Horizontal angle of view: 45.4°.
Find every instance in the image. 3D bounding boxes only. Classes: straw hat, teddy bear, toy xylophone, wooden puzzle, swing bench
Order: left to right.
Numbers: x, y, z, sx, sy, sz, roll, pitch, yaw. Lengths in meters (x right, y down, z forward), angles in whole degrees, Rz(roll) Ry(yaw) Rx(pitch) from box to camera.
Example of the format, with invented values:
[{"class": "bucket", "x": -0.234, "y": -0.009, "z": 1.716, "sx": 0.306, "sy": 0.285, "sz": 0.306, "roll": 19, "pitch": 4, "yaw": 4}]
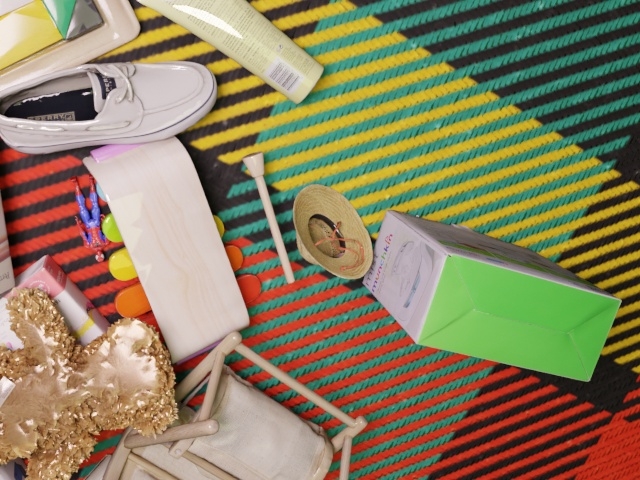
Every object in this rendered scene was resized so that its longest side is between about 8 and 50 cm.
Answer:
[{"class": "wooden puzzle", "x": -0.364, "y": -0.291, "z": 0.887, "sx": 0.238, "sy": 0.044, "sz": 0.221, "roll": -28, "pitch": 111, "yaw": -6}, {"class": "teddy bear", "x": -0.345, "y": 0.187, "z": 0.930, "sx": 0.338, "sy": 0.113, "sz": 0.245, "roll": -31, "pitch": 92, "yaw": -4}, {"class": "toy xylophone", "x": -0.166, "y": 0.008, "z": 1.003, "sx": 0.236, "sy": 0.081, "sz": 0.323, "roll": -17, "pitch": 108, "yaw": -23}, {"class": "swing bench", "x": -0.115, "y": 0.298, "z": 1.047, "sx": 0.253, "sy": 0.165, "sz": 0.254, "roll": 39, "pitch": 126, "yaw": -22}, {"class": "straw hat", "x": 0.000, "y": 0.000, "z": 1.057, "sx": 0.144, "sy": 0.145, "sz": 0.061, "roll": 37, "pitch": 136, "yaw": -21}]

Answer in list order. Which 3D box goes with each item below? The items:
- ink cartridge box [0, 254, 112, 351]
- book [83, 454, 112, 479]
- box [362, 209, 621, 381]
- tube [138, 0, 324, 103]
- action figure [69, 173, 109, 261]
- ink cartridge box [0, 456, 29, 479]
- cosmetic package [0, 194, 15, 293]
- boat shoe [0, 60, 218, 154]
[{"class": "ink cartridge box", "x": -0.340, "y": 0.133, "z": 1.002, "sx": 0.115, "sy": 0.067, "sz": 0.198, "roll": -37, "pitch": 112, "yaw": -3}, {"class": "book", "x": -0.310, "y": 0.384, "z": 1.057, "sx": 0.144, "sy": 0.035, "sz": 0.096, "roll": -48, "pitch": 123, "yaw": -42}, {"class": "box", "x": 0.222, "y": 0.066, "z": 1.047, "sx": 0.261, "sy": 0.231, "sz": 0.127, "roll": 14, "pitch": 101, "yaw": -19}, {"class": "tube", "x": -0.106, "y": -0.268, "z": 0.961, "sx": 0.240, "sy": 0.062, "sz": 0.070, "roll": 34, "pitch": 51, "yaw": -16}, {"class": "action figure", "x": -0.297, "y": -0.027, "z": 0.991, "sx": 0.038, "sy": 0.030, "sz": 0.115, "roll": -14, "pitch": 111, "yaw": -16}, {"class": "ink cartridge box", "x": -0.465, "y": 0.361, "z": 1.021, "sx": 0.154, "sy": 0.093, "sz": 0.213, "roll": -26, "pitch": 109, "yaw": -6}, {"class": "cosmetic package", "x": -0.457, "y": -0.066, "z": 0.853, "sx": 0.129, "sy": 0.153, "sz": 0.296, "roll": 2, "pitch": 109, "yaw": 13}, {"class": "boat shoe", "x": -0.256, "y": -0.172, "z": 0.915, "sx": 0.267, "sy": 0.088, "sz": 0.096, "roll": -9, "pitch": 76, "yaw": -8}]
